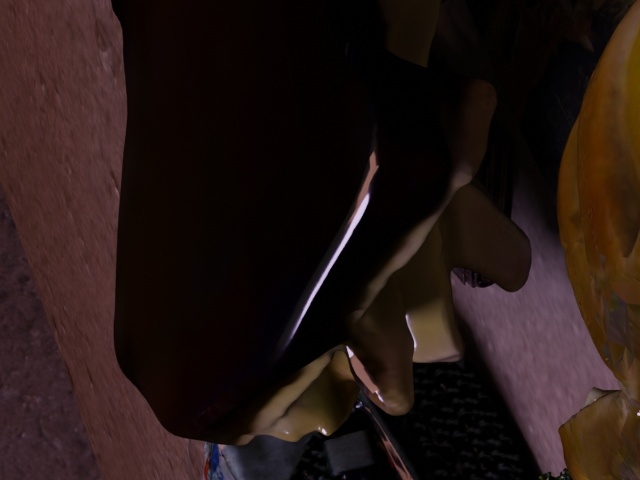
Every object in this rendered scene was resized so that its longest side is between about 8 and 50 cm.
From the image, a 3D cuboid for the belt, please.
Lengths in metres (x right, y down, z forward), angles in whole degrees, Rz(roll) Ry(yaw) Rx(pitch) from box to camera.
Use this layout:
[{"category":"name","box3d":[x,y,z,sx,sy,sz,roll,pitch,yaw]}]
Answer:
[{"category":"belt","box3d":[0.028,0.170,1.203,0.257,0.207,0.150,56,154,29]}]

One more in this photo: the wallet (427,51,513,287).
[{"category":"wallet","box3d":[0.057,-0.080,1.170,0.230,0.042,0.124,-124,27,-44]}]

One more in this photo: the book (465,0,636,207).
[{"category":"book","box3d":[0.136,-0.103,0.929,0.160,0.024,0.228,114,138,-62]}]

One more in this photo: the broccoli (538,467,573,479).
[{"category":"broccoli","box3d":[0.153,0.205,0.916,0.156,0.195,0.195,64,-179,-59]}]

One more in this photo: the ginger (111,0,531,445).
[{"category":"ginger","box3d":[0.018,-0.062,1.014,0.413,0.211,0.358,-32,60,59]}]

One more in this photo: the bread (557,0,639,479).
[{"category":"bread","box3d":[0.187,0.044,0.654,0.333,0.160,0.333,163,90,-73]}]
